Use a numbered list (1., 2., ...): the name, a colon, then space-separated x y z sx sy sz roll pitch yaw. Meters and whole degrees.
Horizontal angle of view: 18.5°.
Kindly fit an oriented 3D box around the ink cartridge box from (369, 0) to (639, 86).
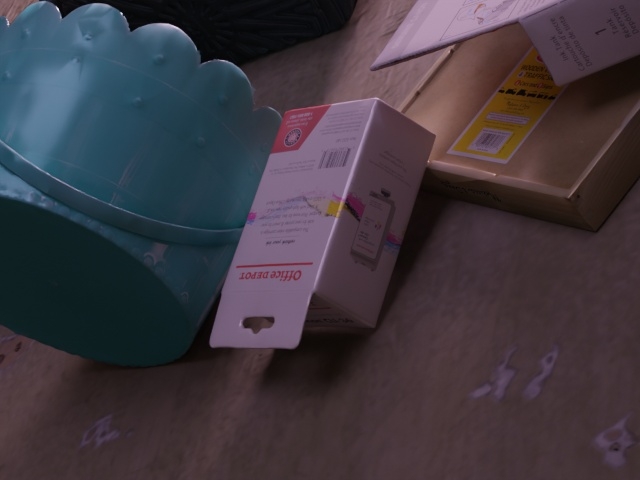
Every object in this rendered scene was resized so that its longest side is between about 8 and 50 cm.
1. ink cartridge box: 0.202 -0.212 1.455 0.261 0.066 0.296 -20 23 35

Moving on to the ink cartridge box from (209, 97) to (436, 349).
1. ink cartridge box: 0.000 0.000 1.456 0.115 0.067 0.198 -3 63 52

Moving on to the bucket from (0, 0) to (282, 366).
1. bucket: -0.178 -0.038 1.563 0.281 0.281 0.183 -11 47 44

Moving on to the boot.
1. boot: -0.063 -0.376 1.966 0.367 0.146 0.445 -5 51 31

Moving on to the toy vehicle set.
1. toy vehicle set: 0.159 -0.098 1.449 0.166 0.035 0.267 -50 29 -13
